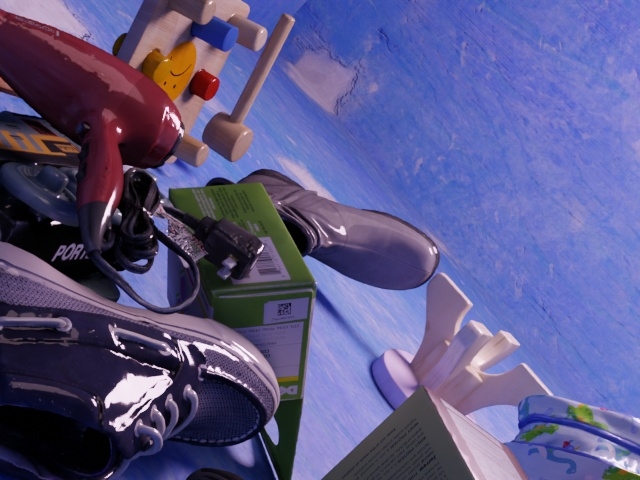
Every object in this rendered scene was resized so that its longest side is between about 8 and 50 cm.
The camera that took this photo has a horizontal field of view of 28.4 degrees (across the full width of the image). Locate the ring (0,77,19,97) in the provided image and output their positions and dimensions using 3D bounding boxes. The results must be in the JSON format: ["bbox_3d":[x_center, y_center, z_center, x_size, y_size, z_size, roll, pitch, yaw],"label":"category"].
[{"bbox_3d":[-0.362,-0.169,1.164,0.337,0.032,0.336,21,5,-2],"label":"ring"}]

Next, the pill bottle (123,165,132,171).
[{"bbox_3d":[-0.246,-0.080,1.347,0.108,0.108,0.180,42,12,-15],"label":"pill bottle"}]

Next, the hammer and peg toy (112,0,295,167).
[{"bbox_3d":[-0.183,-0.233,1.736,0.127,0.266,0.361,29,7,17],"label":"hammer and peg toy"}]

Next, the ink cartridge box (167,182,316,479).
[{"bbox_3d":[-0.084,0.101,1.200,0.097,0.255,0.189,-4,32,-18],"label":"ink cartridge box"}]

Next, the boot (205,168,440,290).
[{"bbox_3d":[0.000,0.000,1.833,0.338,0.118,0.223,20,11,8],"label":"boot"}]

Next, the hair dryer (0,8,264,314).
[{"bbox_3d":[-0.163,-0.078,0.989,0.293,0.080,0.223,46,14,8],"label":"hair dryer"}]

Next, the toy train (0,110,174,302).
[{"bbox_3d":[-0.262,-0.032,1.087,0.190,0.142,0.334,35,11,12],"label":"toy train"}]

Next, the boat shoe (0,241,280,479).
[{"bbox_3d":[-0.150,0.130,0.963,0.340,0.127,0.158,25,28,-39],"label":"boat shoe"}]

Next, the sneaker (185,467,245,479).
[{"bbox_3d":[-0.077,0.231,0.951,0.078,0.067,0.188,46,12,-28],"label":"sneaker"}]

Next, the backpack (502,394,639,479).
[{"bbox_3d":[0.342,0.328,1.610,0.290,0.273,0.355,18,7,31],"label":"backpack"}]

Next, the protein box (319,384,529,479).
[{"bbox_3d":[0.089,0.274,1.048,0.136,0.200,0.201,38,14,-33],"label":"protein box"}]

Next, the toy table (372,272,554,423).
[{"bbox_3d":[0.204,0.190,1.865,0.252,0.161,0.274,47,10,8],"label":"toy table"}]
